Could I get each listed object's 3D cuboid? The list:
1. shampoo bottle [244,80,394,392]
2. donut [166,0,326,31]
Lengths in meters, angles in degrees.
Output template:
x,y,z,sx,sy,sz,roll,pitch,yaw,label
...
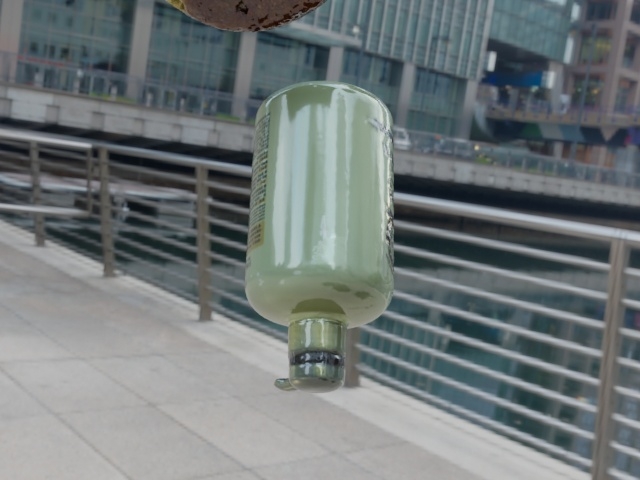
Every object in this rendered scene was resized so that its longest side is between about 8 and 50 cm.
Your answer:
x,y,z,sx,sy,sz,roll,pitch,yaw,label
0.000,0.000,0.427,0.079,0.162,0.079,1,-22,1,shampoo bottle
-0.036,-0.165,0.382,0.141,0.140,0.059,9,36,4,donut
